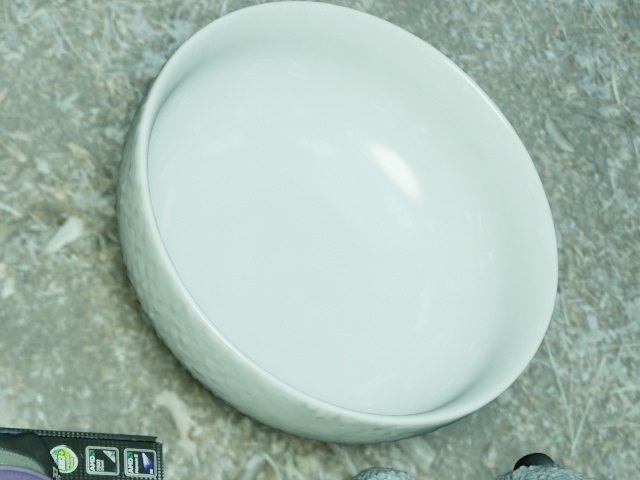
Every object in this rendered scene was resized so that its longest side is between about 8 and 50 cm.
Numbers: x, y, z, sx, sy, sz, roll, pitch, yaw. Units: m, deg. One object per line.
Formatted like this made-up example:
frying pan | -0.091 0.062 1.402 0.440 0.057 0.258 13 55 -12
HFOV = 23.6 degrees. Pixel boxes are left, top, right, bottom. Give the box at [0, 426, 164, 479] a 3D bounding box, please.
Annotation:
box | -0.190 0.216 0.986 0.184 0.045 0.191 9 61 -26

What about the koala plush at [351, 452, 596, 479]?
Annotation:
koala plush | 0.149 0.229 1.054 0.196 0.221 0.203 5 63 -27

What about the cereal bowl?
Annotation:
cereal bowl | 0.000 0.000 1.142 0.339 0.141 0.339 13 59 -22

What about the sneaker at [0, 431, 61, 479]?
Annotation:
sneaker | -0.294 0.131 0.911 0.283 0.107 0.124 23 50 -13
